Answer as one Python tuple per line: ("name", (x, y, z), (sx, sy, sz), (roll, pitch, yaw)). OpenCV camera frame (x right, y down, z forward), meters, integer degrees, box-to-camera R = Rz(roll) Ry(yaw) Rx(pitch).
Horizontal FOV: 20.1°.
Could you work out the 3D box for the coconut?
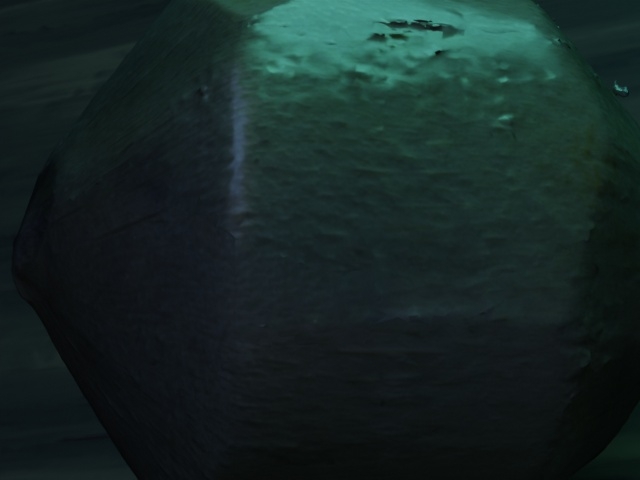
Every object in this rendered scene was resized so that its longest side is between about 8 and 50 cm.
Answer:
("coconut", (0.000, 0.000, 0.743), (0.247, 0.245, 0.245), (9, 36, -16))
